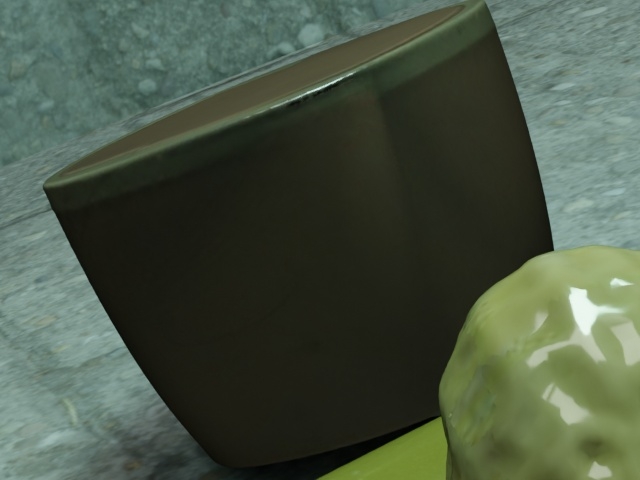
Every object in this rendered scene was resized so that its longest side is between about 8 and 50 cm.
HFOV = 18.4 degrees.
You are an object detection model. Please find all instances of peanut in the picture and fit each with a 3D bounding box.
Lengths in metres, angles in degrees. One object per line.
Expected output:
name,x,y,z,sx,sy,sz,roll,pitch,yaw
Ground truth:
peanut,0.123,0.127,0.601,0.130,0.130,0.290,-20,52,-4

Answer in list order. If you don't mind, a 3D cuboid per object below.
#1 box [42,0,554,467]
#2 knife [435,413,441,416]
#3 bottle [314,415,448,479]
box,0.000,0.000,1.242,0.301,0.216,0.301,-20,9,3
knife,0.134,0.083,1.175,0.336,0.043,0.081,-6,20,45
bottle,0.014,0.178,0.742,0.351,0.172,0.171,-26,17,-19
